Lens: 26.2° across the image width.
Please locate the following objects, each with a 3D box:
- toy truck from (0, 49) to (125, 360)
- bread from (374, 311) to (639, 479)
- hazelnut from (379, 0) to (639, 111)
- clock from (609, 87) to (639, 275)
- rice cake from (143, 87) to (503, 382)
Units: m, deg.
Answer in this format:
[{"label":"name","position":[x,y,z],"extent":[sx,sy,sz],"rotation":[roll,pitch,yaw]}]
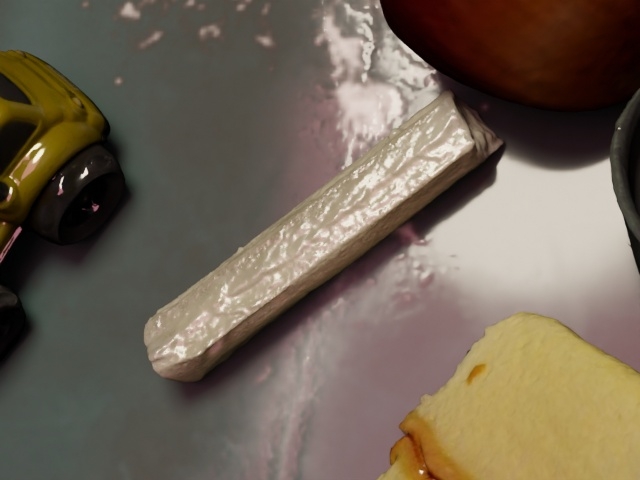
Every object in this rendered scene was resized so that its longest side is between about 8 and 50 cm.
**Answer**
[{"label":"toy truck","position":[-0.245,-0.025,0.869],"extent":[0.147,0.165,0.224],"rotation":[41,92,18]},{"label":"bread","position":[0.126,0.170,0.809],"extent":[0.240,0.135,0.178],"rotation":[-52,39,2]},{"label":"hazelnut","position":[0.140,-0.169,0.797],"extent":[0.208,0.208,0.208],"rotation":[-3,80,14]},{"label":"clock","position":[0.310,-0.035,0.682],"extent":[0.325,0.067,0.325],"rotation":[-11,39,9]},{"label":"rice cake","position":[0.000,0.000,0.858],"extent":[0.256,0.057,0.052],"rotation":[-37,56,6]}]
